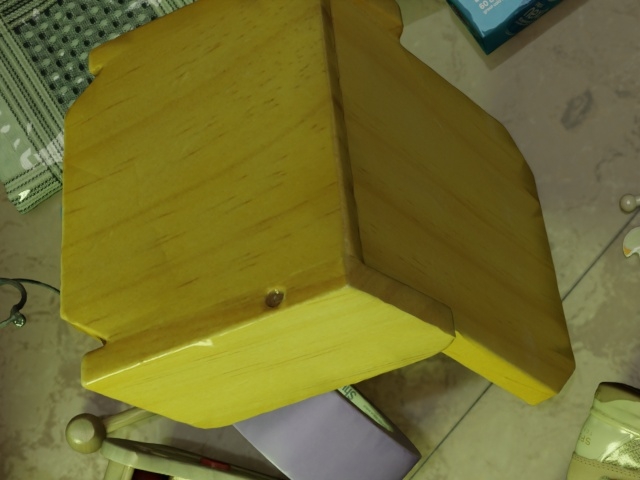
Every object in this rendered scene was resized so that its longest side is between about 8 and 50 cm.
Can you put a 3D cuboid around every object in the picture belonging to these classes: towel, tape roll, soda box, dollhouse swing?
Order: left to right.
[{"bbox_3d":[-0.242,-0.240,1.480,0.312,0.056,0.324,-32,78,4],"label":"towel"},{"bbox_3d":[-0.008,0.153,1.322,0.189,0.189,0.080,42,90,12],"label":"tape roll"},{"bbox_3d":[0.000,0.000,1.281,0.315,0.305,0.347,-21,51,18],"label":"dollhouse swing"},{"bbox_3d":[0.215,-0.264,1.400,0.210,0.067,0.071,-36,78,4],"label":"soda box"}]

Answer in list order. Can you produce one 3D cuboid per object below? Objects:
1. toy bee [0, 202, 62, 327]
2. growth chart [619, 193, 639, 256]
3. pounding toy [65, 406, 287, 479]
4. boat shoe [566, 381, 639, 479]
[{"bbox_3d":[-0.184,0.012,1.409,0.298,0.162,0.195,-26,48,-7],"label":"toy bee"},{"bbox_3d":[0.374,0.042,1.351,0.172,0.021,0.237,-22,74,5],"label":"growth chart"},{"bbox_3d":[-0.113,0.197,1.352,0.269,0.154,0.155,15,86,11],"label":"pounding toy"},{"bbox_3d":[0.378,0.230,1.291,0.341,0.121,0.110,22,91,22],"label":"boat shoe"}]
